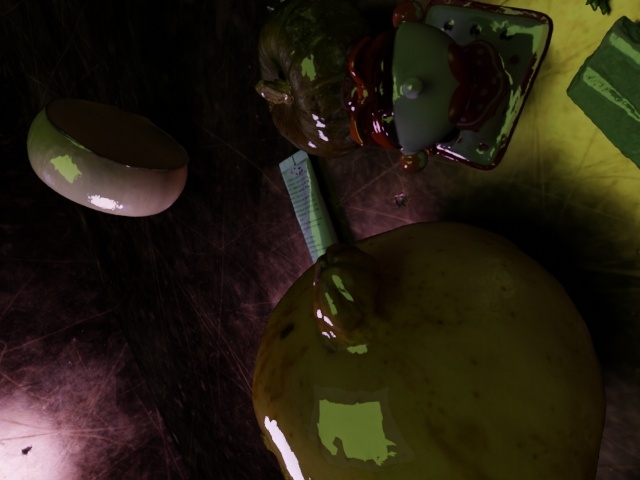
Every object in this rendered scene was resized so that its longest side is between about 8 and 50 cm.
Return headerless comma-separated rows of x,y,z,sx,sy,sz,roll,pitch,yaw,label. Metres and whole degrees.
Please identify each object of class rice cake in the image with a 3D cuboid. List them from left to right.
0.323,-0.095,0.367,0.226,0.040,0.085,53,156,12,rice cake

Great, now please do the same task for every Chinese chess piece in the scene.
-0.487,-0.200,0.963,0.338,0.338,0.140,43,115,24,Chinese chess piece

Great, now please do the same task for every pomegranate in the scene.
0.099,0.144,0.464,0.410,0.410,0.409,23,124,38,pomegranate

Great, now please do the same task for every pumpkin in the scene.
-0.011,-0.217,0.558,0.219,0.163,0.218,49,153,36,pumpkin

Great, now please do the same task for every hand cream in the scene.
0.000,0.000,0.752,0.085,0.058,0.330,-18,95,51,hand cream

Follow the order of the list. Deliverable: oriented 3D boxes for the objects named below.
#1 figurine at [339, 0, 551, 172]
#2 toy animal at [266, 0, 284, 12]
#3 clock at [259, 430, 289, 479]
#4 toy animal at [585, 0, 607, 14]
0.104,-0.158,0.437,0.160,0.226,0.183,32,129,32,figurine
-0.004,-0.411,0.538,0.255,0.090,0.169,-16,100,52,toy animal
0.025,0.353,0.732,0.293,0.071,0.277,-53,56,26,clock
0.263,-0.259,0.365,0.216,0.041,0.075,58,142,16,toy animal
